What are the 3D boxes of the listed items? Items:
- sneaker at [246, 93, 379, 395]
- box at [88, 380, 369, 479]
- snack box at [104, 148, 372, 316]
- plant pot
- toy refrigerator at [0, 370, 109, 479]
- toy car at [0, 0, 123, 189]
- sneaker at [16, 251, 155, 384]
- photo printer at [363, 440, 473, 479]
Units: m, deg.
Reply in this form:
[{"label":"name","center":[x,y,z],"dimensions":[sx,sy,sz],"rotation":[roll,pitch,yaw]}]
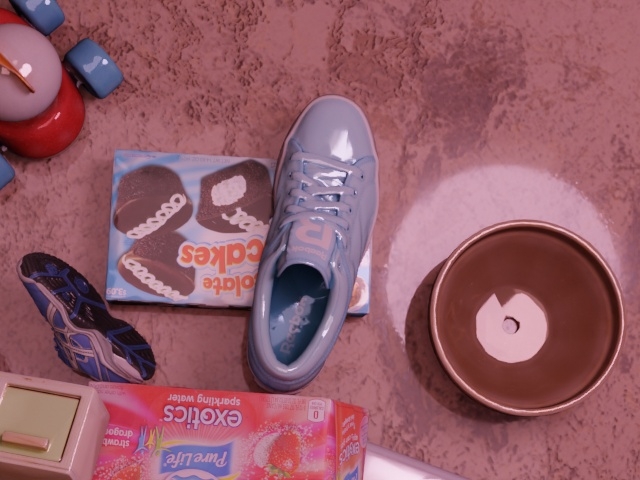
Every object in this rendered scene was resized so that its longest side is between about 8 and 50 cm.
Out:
[{"label":"sneaker","center":[0.000,0.000,1.650],"dimensions":[0.135,0.150,0.366],"rotation":[9,83,-5]},{"label":"box","center":[-0.111,0.248,1.613],"dimensions":[0.300,0.142,0.154],"rotation":[3,80,20]},{"label":"snack box","center":[-0.097,-0.007,1.750],"dimensions":[0.322,0.060,0.187],"rotation":[3,82,-5]},{"label":"plant pot","center":[0.242,0.098,1.738],"dimensions":[0.237,0.110,0.237],"rotation":[1,81,-6]},{"label":"toy refrigerator","center":[-0.378,0.197,1.550],"dimensions":[0.269,0.094,0.102],"rotation":[9,62,9]},{"label":"toy car","center":[-0.372,-0.205,1.668],"dimensions":[0.219,0.238,0.210],"rotation":[-42,86,-10]},{"label":"sneaker","center":[-0.289,0.104,1.675],"dimensions":[0.081,0.080,0.211],"rotation":[-31,111,21]},{"label":"photo printer","center":[0.133,0.401,1.679],"dimensions":[0.307,0.107,0.256],"rotation":[21,79,-1]}]
